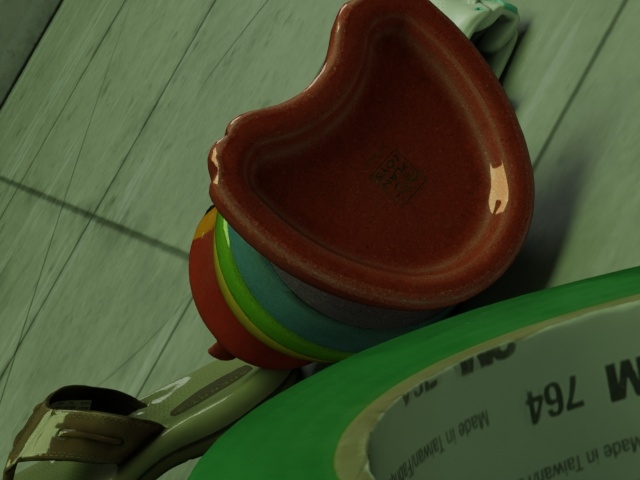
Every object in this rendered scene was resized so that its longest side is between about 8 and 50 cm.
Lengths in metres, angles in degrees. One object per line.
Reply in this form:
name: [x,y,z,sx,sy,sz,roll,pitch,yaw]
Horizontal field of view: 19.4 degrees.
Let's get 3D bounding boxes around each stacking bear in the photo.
stacking bear: [0.000,0.000,1.122,0.175,0.164,0.289,-48,2,-24]

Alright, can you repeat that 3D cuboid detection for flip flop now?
flip flop: [-0.141,0.126,1.227,0.277,0.080,0.112,-30,22,-14]

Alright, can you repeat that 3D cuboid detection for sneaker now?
sneaker: [0.091,-0.141,1.250,0.094,0.080,0.212,-35,35,28]

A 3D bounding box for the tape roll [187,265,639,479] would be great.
tape roll: [0.127,0.068,0.490,0.321,0.321,0.077,-164,60,-71]
